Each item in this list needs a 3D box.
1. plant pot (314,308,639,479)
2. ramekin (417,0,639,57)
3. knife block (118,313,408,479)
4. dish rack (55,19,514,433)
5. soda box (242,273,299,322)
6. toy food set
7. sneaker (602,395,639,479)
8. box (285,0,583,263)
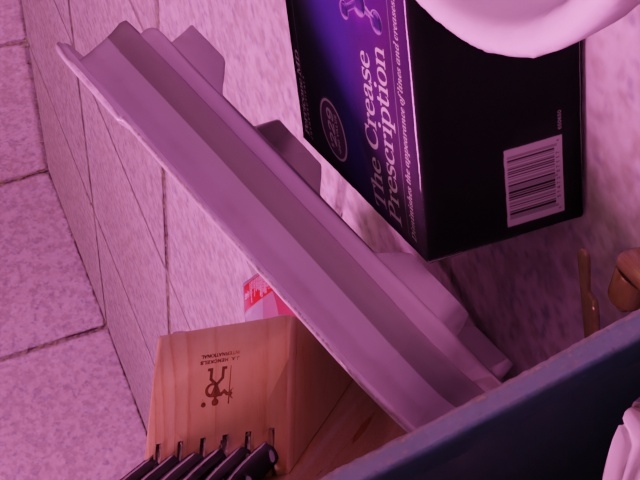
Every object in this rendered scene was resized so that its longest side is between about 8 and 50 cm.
[{"bbox_3d":[0.130,0.218,0.567,0.247,0.248,0.252,63,-178,31],"label":"plant pot"},{"bbox_3d":[0.093,-0.209,0.417,0.277,0.135,0.277,163,90,-74],"label":"ramekin"},{"bbox_3d":[-0.029,0.176,0.697,0.276,0.088,0.242,45,-138,-54],"label":"knife block"},{"bbox_3d":[0.000,0.000,0.807,0.333,0.072,0.285,47,-179,23],"label":"dish rack"},{"bbox_3d":[0.004,0.134,0.954,0.083,0.092,0.263,-36,43,36],"label":"soda box"},{"bbox_3d":[0.173,0.044,0.625,0.122,0.019,0.078,32,137,55],"label":"toy food set"},{"bbox_3d":[0.190,0.025,0.428,0.094,0.153,0.235,-9,61,54],"label":"sneaker"},{"bbox_3d":[0.050,-0.149,0.690,0.184,0.103,0.261,-127,25,-56],"label":"box"}]
